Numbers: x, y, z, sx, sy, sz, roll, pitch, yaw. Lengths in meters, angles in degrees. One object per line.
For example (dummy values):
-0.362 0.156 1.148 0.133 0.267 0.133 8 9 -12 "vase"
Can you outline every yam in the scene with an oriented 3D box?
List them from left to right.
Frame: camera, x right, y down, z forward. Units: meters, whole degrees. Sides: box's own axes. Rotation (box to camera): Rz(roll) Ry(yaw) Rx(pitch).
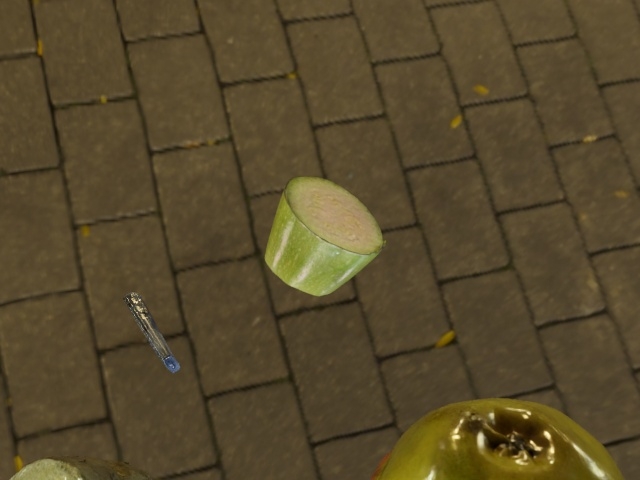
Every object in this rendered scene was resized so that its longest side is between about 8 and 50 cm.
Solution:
-0.318 0.352 1.348 0.154 0.254 0.154 -2 80 12 "yam"

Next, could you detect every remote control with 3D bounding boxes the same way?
-0.254 0.132 1.534 0.027 0.043 0.152 -29 54 -12 "remote control"

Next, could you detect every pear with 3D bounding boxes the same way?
0.205 0.344 1.149 0.287 0.375 0.287 -7 28 4 "pear"

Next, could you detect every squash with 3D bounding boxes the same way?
0.000 0.000 1.504 0.170 0.123 0.170 25 25 -12 "squash"
